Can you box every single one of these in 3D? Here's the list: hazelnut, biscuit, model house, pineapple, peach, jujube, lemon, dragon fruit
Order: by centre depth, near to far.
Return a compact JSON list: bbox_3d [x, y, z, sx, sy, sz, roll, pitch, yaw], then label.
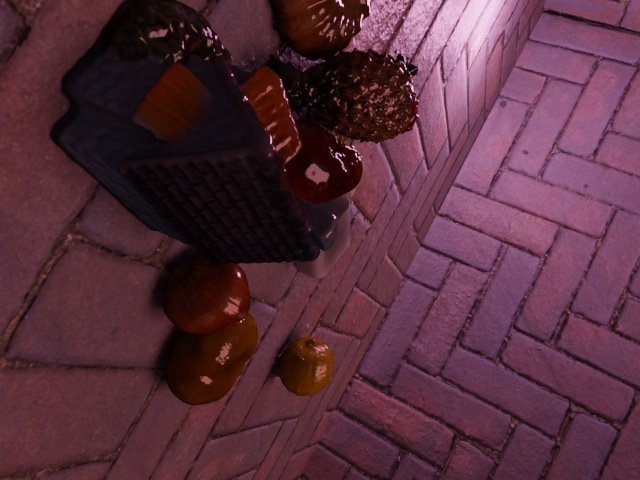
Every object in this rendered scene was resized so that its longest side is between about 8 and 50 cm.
[{"bbox_3d":[-0.129,-0.129,0.749,0.297,0.339,0.360,-55,157,-17],"label":"model house"},{"bbox_3d":[0.028,-0.521,0.989,0.325,0.107,0.325,-46,149,-39],"label":"biscuit"},{"bbox_3d":[0.030,-0.300,1.017,0.362,0.202,0.201,-8,124,-41],"label":"pineapple"},{"bbox_3d":[-0.227,0.111,1.026,0.182,0.182,0.182,-48,154,-34],"label":"hazelnut"},{"bbox_3d":[-0.017,-0.169,1.116,0.256,0.190,0.189,-2,119,-38],"label":"jujube"},{"bbox_3d":[-0.249,0.268,1.179,0.251,0.153,0.251,-40,148,-32],"label":"peach"},{"bbox_3d":[0.239,-0.453,1.530,0.125,0.126,0.245,-15,114,-46],"label":"dragon fruit"},{"bbox_3d":[-0.049,0.448,1.768,0.192,0.192,0.230,-16,125,-62],"label":"lemon"}]

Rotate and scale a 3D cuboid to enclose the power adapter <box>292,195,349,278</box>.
[{"bbox_3d":[0.000,0.000,1.474,0.187,0.124,0.255,-49,155,-29],"label":"power adapter"}]

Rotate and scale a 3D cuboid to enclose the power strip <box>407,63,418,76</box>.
[{"bbox_3d":[0.278,-0.542,1.609,0.111,0.038,0.029,-39,149,-44],"label":"power strip"}]

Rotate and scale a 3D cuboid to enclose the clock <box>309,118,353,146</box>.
[{"bbox_3d":[0.029,-0.278,1.253,0.231,0.103,0.144,-54,165,-20],"label":"clock"}]

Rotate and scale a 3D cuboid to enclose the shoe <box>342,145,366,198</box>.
[{"bbox_3d":[0.083,-0.228,1.453,0.110,0.095,0.265,-55,166,-20],"label":"shoe"}]
